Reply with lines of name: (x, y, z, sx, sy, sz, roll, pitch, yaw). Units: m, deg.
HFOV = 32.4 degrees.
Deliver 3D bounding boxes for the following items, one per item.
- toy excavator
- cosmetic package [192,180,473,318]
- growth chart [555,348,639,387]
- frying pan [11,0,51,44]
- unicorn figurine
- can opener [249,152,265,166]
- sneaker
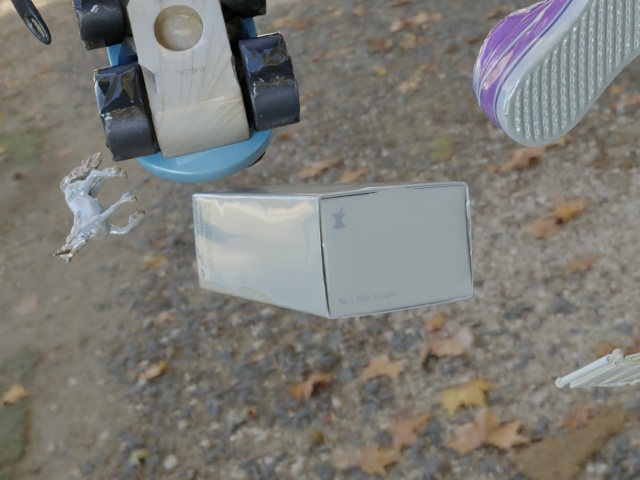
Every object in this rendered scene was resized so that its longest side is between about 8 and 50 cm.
toy excavator: (-0.182, -0.254, 1.437, 0.222, 0.433, 0.445, -13, -14, -6)
cosmetic package: (0.000, 0.000, 1.101, 0.160, 0.113, 0.309, -6, 6, -26)
growth chart: (0.489, 0.201, 1.740, 0.237, 0.021, 0.172, 4, -28, -39)
frying pan: (-0.489, -0.464, 1.642, 0.053, 0.326, 0.197, -44, -12, -52)
unicorn figurine: (-0.277, -0.033, 1.345, 0.111, 0.060, 0.162, -28, 42, -5)
can opener: (-0.168, -0.163, 1.694, 0.186, 0.073, 0.059, 25, 76, 20)
sneaker: (0.251, -0.222, 1.024, 0.282, 0.102, 0.161, -41, 23, 9)
